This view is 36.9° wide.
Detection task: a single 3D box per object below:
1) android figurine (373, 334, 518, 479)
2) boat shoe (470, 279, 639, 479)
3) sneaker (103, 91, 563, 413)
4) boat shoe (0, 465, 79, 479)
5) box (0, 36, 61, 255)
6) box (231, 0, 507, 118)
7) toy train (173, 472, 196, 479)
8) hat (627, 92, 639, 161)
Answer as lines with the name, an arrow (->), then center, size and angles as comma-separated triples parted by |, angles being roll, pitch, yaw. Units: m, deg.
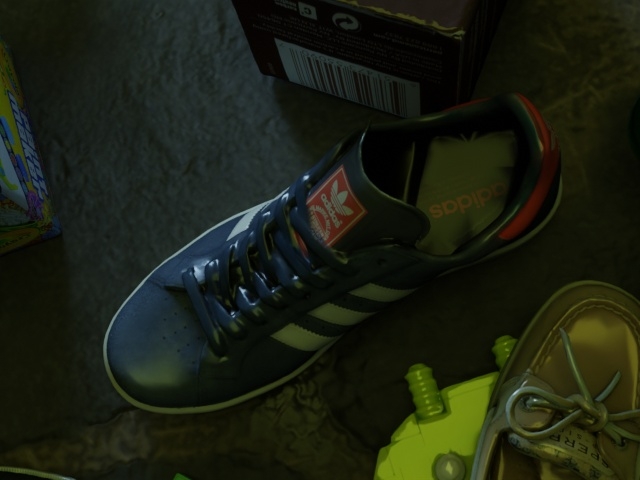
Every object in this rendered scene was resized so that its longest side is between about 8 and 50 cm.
android figurine -> 0.134, 0.200, 0.620 | 0.248, 0.056, 0.273 | -16, 76, 3
boat shoe -> 0.135, 0.156, 0.554 | 0.104, 0.089, 0.285 | 16, 80, 10
sneaker -> 0.000, 0.000, 0.640 | 0.350, 0.148, 0.131 | -30, 74, -1
boat shoe -> -0.145, 0.233, 0.626 | 0.302, 0.091, 0.114 | 20, 78, 12
box -> -0.376, -0.065, 0.637 | 0.290, 0.279, 0.177 | -20, 74, 1
box -> 0.053, -0.214, 0.680 | 0.168, 0.167, 0.203 | 19, 78, 12
toy train -> -0.070, 0.188, 0.668 | 0.083, 0.017, 0.024 | 24, 69, 13
hat -> 0.292, -0.007, 0.579 | 0.173, 0.208, 0.184 | -16, 57, 23
